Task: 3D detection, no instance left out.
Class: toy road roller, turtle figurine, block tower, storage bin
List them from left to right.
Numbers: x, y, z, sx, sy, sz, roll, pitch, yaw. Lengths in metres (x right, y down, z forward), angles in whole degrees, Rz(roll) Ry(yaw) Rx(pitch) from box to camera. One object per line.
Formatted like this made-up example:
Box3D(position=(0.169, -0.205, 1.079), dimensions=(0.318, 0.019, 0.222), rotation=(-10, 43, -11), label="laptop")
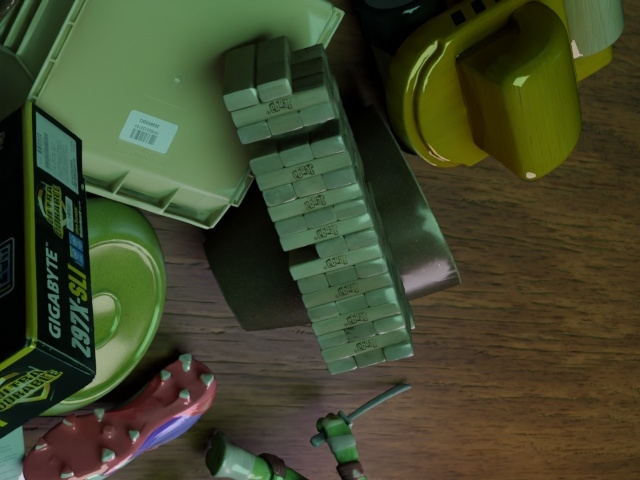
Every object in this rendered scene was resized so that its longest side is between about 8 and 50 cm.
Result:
Box3D(position=(-0.156, -0.171, 1.259), dimensions=(0.262, 0.123, 0.260), rotation=(19, 107, -41), label="storage bin")
Box3D(position=(-0.026, 0.314, 1.672), dimensions=(0.266, 0.275, 0.198), rotation=(15, 133, -19), label="turtle figurine")
Box3D(position=(0.006, -0.024, 1.264), dimensions=(0.091, 0.097, 0.335), rotation=(-15, 123, 9), label="block tower")
Box3D(position=(0.215, -0.200, 1.410), dimensions=(0.329, 0.240, 0.202), rotation=(-32, 131, -14), label="toy road roller")

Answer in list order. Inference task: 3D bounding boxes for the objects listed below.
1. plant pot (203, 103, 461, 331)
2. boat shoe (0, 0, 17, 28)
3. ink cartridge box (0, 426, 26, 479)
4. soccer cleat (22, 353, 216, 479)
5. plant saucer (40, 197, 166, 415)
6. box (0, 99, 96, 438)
Box3D(position=(0.000, 0.000, 1.437), dimensions=(0.230, 0.215, 0.215), rotation=(-26, 131, 1), label="plant pot")
Box3D(position=(-0.317, -0.195, 1.153), dimensions=(0.257, 0.095, 0.095), rotation=(-39, 118, 24), label="boat shoe")
Box3D(position=(-0.393, 0.247, 1.403), dimensions=(0.165, 0.065, 0.333), rotation=(-15, 126, -27), label="ink cartridge box")
Box3D(position=(-0.214, 0.215, 1.471), dimensions=(0.248, 0.083, 0.095), rotation=(-32, 149, -34), label="soccer cleat")
Box3D(position=(-0.239, 0.075, 1.368), dimensions=(0.241, 0.037, 0.241), rotation=(-29, 131, -40), label="plant saucer")
Box3D(position=(-0.331, 0.070, 1.124), dimensions=(0.322, 0.257, 0.079), rotation=(-31, 139, 23), label="box")
